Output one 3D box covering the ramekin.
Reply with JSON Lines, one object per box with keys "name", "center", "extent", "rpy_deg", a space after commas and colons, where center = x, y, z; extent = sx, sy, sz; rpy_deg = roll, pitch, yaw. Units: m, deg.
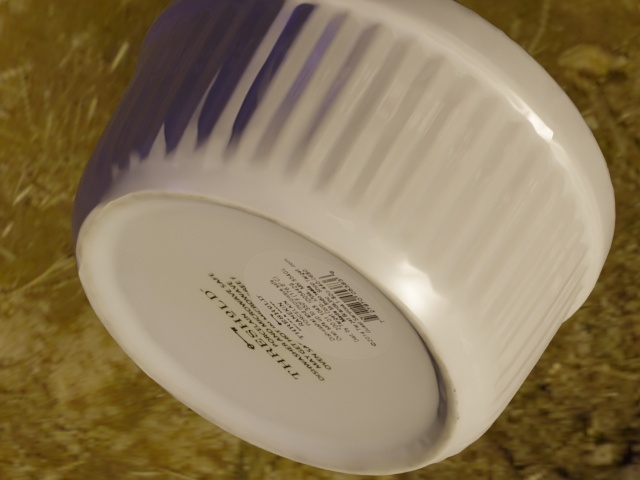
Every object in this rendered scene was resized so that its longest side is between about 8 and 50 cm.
{"name": "ramekin", "center": [0.000, 0.000, 0.672], "extent": [0.207, 0.207, 0.109], "rpy_deg": [37, 56, -8]}
